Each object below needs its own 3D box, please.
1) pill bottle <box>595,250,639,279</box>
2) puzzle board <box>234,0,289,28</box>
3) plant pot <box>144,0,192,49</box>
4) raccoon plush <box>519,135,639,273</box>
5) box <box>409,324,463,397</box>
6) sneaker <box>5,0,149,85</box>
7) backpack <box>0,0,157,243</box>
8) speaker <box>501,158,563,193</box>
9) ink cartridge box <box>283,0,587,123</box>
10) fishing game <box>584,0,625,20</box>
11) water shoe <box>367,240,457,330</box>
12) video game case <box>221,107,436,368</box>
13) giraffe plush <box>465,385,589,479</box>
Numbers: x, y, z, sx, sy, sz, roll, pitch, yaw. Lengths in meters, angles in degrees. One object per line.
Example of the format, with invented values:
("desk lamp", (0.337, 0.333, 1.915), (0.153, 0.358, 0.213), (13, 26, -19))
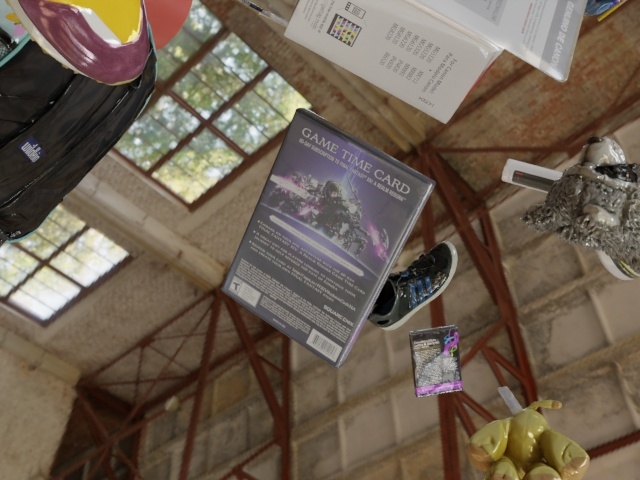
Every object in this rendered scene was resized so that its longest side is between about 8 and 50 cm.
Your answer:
("pill bottle", (0.726, -0.050, 1.460), (0.333, 0.188, 0.188), (-24, -142, 45))
("puzzle board", (-0.062, -0.329, 1.104), (0.096, 0.128, 0.011), (42, -69, 46))
("plant pot", (-0.389, -0.488, 1.380), (0.274, 0.243, 0.275), (-11, -108, 36))
("raccoon plush", (0.514, 0.042, 1.117), (0.299, 0.447, 0.216), (-25, 175, -24))
("box", (0.276, 0.288, 1.765), (0.116, 0.162, 0.029), (-8, -167, -6))
("sneaker", (-0.122, -0.169, 0.358), (0.083, 0.186, 0.069), (-6, -155, 39))
("backpack", (-0.216, -0.116, 0.530), (0.144, 0.166, 0.188), (41, -106, 20))
("speaker", (0.486, -0.145, 1.685), (0.136, 0.055, 0.055), (19, -112, 22))
("ink cartridge box", (0.149, -0.298, 0.818), (0.310, 0.271, 0.130), (-65, -174, -32))
("fishing game", (0.603, -0.533, 1.498), (0.189, 0.041, 0.264), (-35, -161, 39))
("water shoe", (0.161, 0.080, 1.314), (0.203, 0.080, 0.073), (-51, -134, 13))
("video game case", (0.000, 0.000, 0.931), (0.026, 0.196, 0.274), (-22, 140, -62))
("giraffe plush", (0.330, 0.374, 1.211), (0.181, 0.171, 0.210), (-6, -145, 6))
